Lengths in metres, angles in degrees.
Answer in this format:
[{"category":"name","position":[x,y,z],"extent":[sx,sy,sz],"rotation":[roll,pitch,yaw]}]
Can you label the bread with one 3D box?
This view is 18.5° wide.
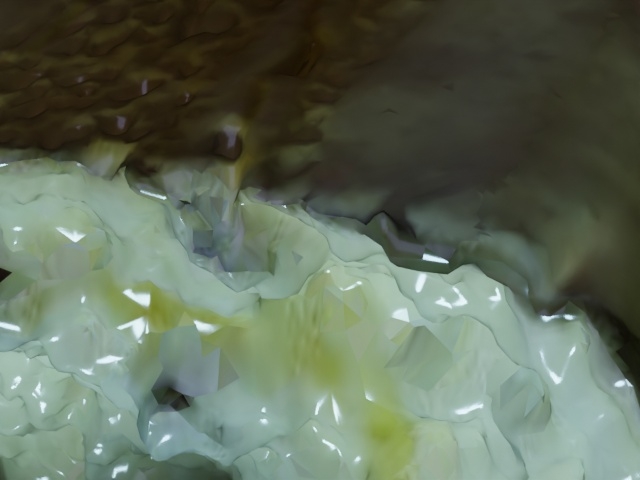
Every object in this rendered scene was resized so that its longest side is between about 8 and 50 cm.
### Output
[{"category":"bread","position":[0.000,0.000,0.610],"extent":[0.316,0.211,0.270],"rotation":[11,39,21]}]
